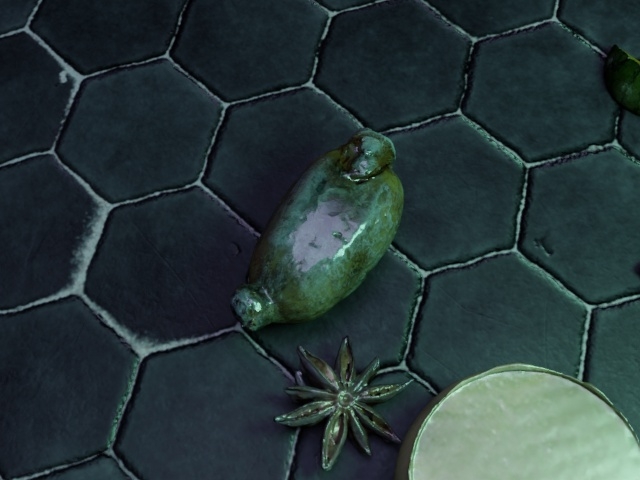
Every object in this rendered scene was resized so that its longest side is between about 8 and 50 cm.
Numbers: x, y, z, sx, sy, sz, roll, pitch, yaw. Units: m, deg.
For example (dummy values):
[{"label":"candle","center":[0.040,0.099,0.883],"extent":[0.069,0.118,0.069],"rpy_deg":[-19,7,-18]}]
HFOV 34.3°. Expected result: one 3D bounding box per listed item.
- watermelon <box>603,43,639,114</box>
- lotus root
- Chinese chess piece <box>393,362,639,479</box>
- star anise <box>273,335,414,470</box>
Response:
[{"label":"watermelon","center":[0.528,-0.259,1.667],"extent":[0.092,0.075,0.181],"rpy_deg":[-38,68,-20]},{"label":"lotus root","center":[0.001,0.001,1.505],"extent":[0.175,0.175,0.349],"rpy_deg":[33,73,16]},{"label":"Chinese chess piece","center":[0.263,0.329,1.348],"extent":[0.338,0.140,0.338],"rpy_deg":[0,66,0]},{"label":"star anise","center":[0.034,0.231,1.442],"extent":[0.182,0.065,0.195],"rpy_deg":[19,61,4]}]
